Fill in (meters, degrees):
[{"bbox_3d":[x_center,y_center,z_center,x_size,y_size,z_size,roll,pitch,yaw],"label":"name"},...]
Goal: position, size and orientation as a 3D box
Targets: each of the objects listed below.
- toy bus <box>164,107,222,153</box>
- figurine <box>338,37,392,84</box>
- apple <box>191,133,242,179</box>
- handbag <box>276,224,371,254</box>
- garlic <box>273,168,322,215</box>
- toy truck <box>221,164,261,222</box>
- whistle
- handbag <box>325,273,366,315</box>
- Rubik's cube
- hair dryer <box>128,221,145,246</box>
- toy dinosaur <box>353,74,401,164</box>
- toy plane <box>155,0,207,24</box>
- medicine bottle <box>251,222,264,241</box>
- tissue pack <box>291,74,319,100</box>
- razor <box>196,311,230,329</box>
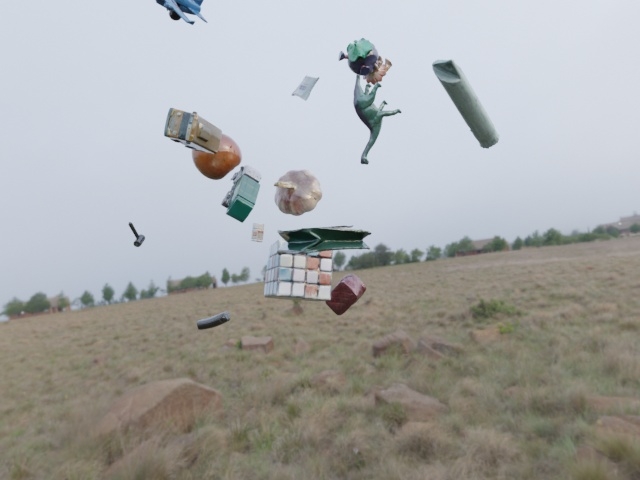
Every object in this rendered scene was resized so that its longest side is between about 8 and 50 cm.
[{"bbox_3d":[-0.367,-0.315,1.248,0.103,0.091,0.182,14,2,10],"label":"toy bus"},{"bbox_3d":[0.147,-0.537,1.299,0.111,0.102,0.195,35,13,27],"label":"figurine"},{"bbox_3d":[-0.533,-0.440,2.188,0.254,0.253,0.253,-9,-4,-1],"label":"apple"},{"bbox_3d":[-0.001,-0.001,1.408,0.239,0.089,0.326,-1,-2,-21],"label":"handbag"},{"bbox_3d":[-0.135,-0.239,2.008,0.245,0.244,0.253,-11,-18,26],"label":"garlic"},{"bbox_3d":[-0.309,-0.188,1.709,0.114,0.253,0.124,30,-41,-26],"label":"toy truck"},{"bbox_3d":[0.394,-0.364,1.140,0.062,0.062,0.312,-12,-37,39],"label":"whistle"},{"bbox_3d":[0.137,0.294,2.342,0.135,0.146,0.225,-38,-12,-51],"label":"handbag"},{"bbox_3d":[-0.102,0.143,1.942,0.257,0.253,0.259,7,-12,-18],"label":"Rubik's cube"},{"bbox_3d":[-0.609,-0.024,1.406,0.026,0.083,0.047,-13,29,4],"label":"hair dryer"},{"bbox_3d":[0.203,-0.621,2.147,0.331,0.383,0.129,-48,13,-2],"label":"toy dinosaur"},{"bbox_3d":[-0.515,-0.822,1.433,0.272,0.254,0.105,-1,-33,-42],"label":"toy plane"},{"bbox_3d":[-0.300,-0.038,2.044,0.057,0.089,0.057,6,-3,0],"label":"medicine bottle"},{"bbox_3d":[-0.071,-0.727,2.026,0.026,0.122,0.193,34,6,-32],"label":"tissue pack"},{"bbox_3d":[-0.499,0.378,1.991,0.148,0.054,0.090,-19,-8,2],"label":"razor"}]
